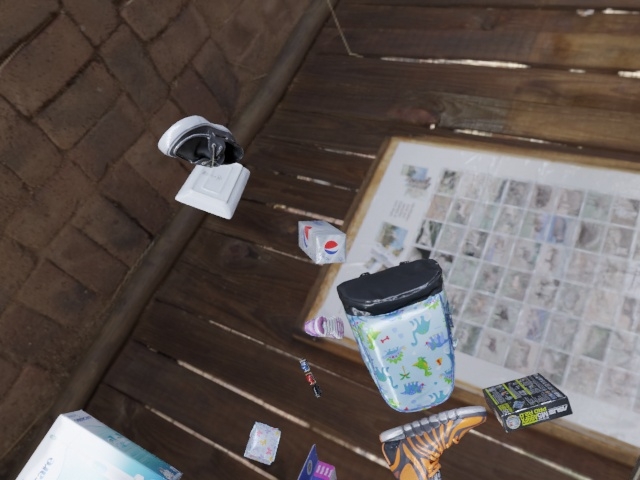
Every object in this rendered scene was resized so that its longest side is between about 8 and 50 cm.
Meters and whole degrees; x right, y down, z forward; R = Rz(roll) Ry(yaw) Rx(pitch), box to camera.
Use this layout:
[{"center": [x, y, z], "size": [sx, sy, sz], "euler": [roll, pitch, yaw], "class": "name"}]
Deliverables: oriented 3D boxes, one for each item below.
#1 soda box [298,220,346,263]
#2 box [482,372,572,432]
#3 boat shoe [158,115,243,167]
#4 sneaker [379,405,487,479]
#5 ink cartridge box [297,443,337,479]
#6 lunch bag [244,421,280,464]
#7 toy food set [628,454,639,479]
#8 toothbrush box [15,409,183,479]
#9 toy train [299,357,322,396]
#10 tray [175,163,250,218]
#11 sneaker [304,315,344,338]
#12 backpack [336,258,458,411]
[{"center": [0.000, 0.000, 1.661], "size": [0.286, 0.098, 0.091], "euler": [-140, -132, -73], "class": "soda box"}, {"center": [0.685, 0.539, 1.724], "size": [0.270, 0.216, 0.060], "euler": [-17, 88, -85], "class": "box"}, {"center": [-0.200, -0.162, 0.913], "size": [0.080, 0.076, 0.228], "euler": [-47, 176, 12], "class": "boat shoe"}, {"center": [0.335, 0.583, 1.430], "size": [0.124, 0.321, 0.180], "euler": [25, 42, -58], "class": "sneaker"}, {"center": [-0.017, 0.873, 1.576], "size": [0.324, 0.071, 0.330], "euler": [-52, 138, -60], "class": "ink cartridge box"}, {"center": [-0.141, 0.499, 1.264], "size": [0.053, 0.071, 0.083], "euler": [123, -14, -48], "class": "lunch bag"}, {"center": [0.412, 0.285, 0.410], "size": [0.092, 0.306, 0.220], "euler": [-26, 129, -41], "class": "toy food set"}, {"center": [-0.495, 0.548, 1.128], "size": [0.216, 0.295, 0.126], "euler": [-60, 178, -14], "class": "toothbrush box"}, {"center": [-0.038, 0.519, 1.936], "size": [0.158, 0.027, 0.036], "euler": [65, 21, 3], "class": "toy train"}, {"center": [-0.275, -0.158, 1.362], "size": [0.270, 0.145, 0.030], "euler": [-83, -166, -57], "class": "tray"}, {"center": [0.015, 0.374, 2.187], "size": [0.236, 0.104, 0.095], "euler": [23, 57, -53], "class": "sneaker"}, {"center": [0.226, 0.270, 1.358], "size": [0.273, 0.290, 0.356], "euler": [-107, -176, -62], "class": "backpack"}]
